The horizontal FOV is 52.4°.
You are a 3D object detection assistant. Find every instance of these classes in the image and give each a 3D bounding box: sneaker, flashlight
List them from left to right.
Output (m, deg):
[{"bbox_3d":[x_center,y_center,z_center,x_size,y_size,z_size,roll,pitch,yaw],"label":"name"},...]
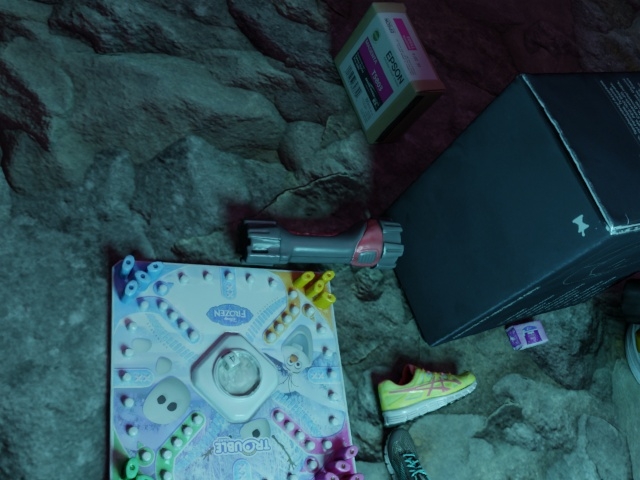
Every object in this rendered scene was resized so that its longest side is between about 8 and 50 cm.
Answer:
[{"bbox_3d":[0.000,0.000,1.200,0.304,0.103,0.103,3,79,-21],"label":"flashlight"},{"bbox_3d":[0.155,0.391,1.075,0.065,0.076,0.166,3,63,-27],"label":"sneaker"},{"bbox_3d":[0.191,0.259,1.164,0.208,0.081,0.094,-11,68,-31],"label":"sneaker"}]

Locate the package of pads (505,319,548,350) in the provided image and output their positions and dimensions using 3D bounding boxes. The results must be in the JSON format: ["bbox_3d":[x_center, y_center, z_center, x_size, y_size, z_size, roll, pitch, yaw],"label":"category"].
[{"bbox_3d":[0.430,0.197,1.352,0.083,0.032,0.050,-7,66,-30],"label":"package of pads"}]

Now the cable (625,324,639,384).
[{"bbox_3d":[0.808,0.265,1.459,0.257,0.089,0.257,-33,72,-30],"label":"cable"}]

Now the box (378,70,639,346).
[{"bbox_3d":[0.444,-0.055,1.218,0.472,0.480,0.297,-11,68,-32],"label":"box"}]

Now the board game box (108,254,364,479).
[{"bbox_3d":[-0.130,0.214,1.040,0.390,0.050,0.390,5,62,-26],"label":"board game box"}]

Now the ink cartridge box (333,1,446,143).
[{"bbox_3d":[0.140,-0.358,1.402,0.088,0.193,0.234,-10,69,-32],"label":"ink cartridge box"}]

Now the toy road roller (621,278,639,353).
[{"bbox_3d":[0.765,0.178,1.327,0.329,0.202,0.240,-14,100,-43],"label":"toy road roller"}]
